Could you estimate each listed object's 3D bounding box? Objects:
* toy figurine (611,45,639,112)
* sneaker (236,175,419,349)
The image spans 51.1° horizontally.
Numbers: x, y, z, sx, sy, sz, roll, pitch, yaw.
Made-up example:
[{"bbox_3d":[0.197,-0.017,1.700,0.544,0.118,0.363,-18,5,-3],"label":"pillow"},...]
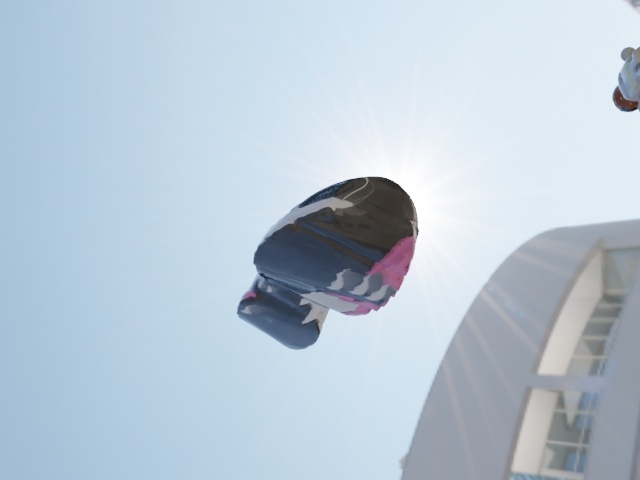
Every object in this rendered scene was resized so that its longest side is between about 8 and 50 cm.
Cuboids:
[{"bbox_3d":[0.545,-0.249,0.963,0.210,0.213,0.148,-59,-15,-6],"label":"toy figurine"},{"bbox_3d":[0.000,0.000,0.383,0.072,0.178,0.077,30,-119,-12],"label":"sneaker"}]
